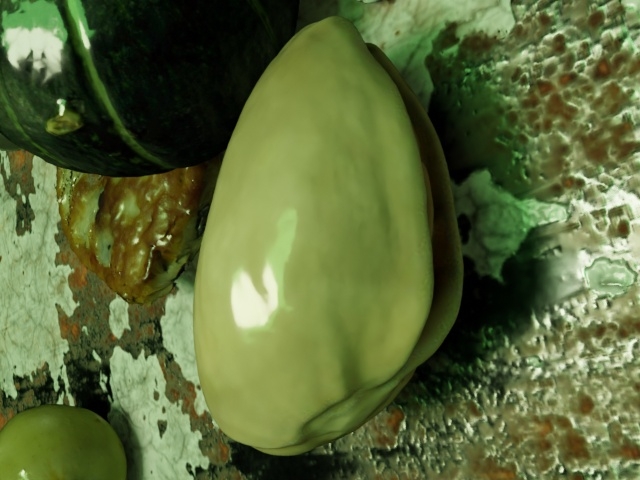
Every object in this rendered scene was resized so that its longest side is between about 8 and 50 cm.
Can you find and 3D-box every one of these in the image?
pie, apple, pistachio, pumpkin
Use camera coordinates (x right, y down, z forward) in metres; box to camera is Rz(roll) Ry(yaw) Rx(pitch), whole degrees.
[{"bbox_3d":[-0.220,-0.079,0.783,0.308,0.085,0.308,-4,84,45],"label":"pie"},{"bbox_3d":[-0.345,0.305,0.866,0.200,0.200,0.200,3,95,44],"label":"apple"},{"bbox_3d":[0.000,0.000,0.498,0.214,0.193,0.318,2,83,33],"label":"pistachio"},{"bbox_3d":[-0.172,-0.210,0.591,0.323,0.241,0.323,-9,60,15],"label":"pumpkin"}]

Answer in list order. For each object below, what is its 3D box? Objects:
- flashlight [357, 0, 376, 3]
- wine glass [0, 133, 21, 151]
[{"bbox_3d":[0.036,-0.295,0.545,0.093,0.047,0.200,-2,90,44],"label":"flashlight"},{"bbox_3d":[-0.403,-0.212,0.943,0.231,0.103,0.103,-21,78,41],"label":"wine glass"}]
